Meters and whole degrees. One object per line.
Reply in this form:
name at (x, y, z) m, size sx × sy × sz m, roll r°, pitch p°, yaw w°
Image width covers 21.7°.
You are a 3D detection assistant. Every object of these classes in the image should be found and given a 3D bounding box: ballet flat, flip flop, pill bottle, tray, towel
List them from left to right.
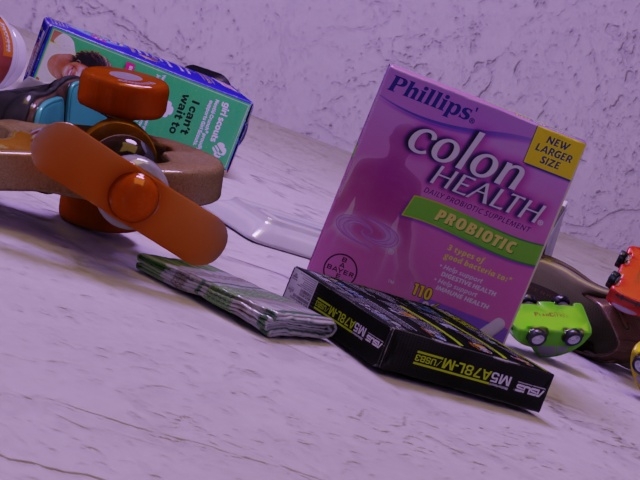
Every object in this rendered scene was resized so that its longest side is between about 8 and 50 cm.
pill bottle at (-0.456, -0.241, 2.092) m, size 0.121 × 0.121 × 0.216 m, roll 23°, pitch 7°, yaw 14°
ballet flat at (-0.323, -0.148, 1.923) m, size 0.096 × 0.095 × 0.280 m, roll 10°, pitch 5°, yaw 10°
towel at (-0.073, 0.049, 1.436) m, size 0.152 × 0.023 × 0.113 m, roll 23°, pitch 4°, yaw 30°
tray at (0.000, 0.000, 1.990) m, size 0.270 × 0.030 × 0.145 m, roll 17°, pitch 9°, yaw -33°
flip flop at (0.332, 0.099, 1.983) m, size 0.277 × 0.112 × 0.080 m, roll 24°, pitch 34°, yaw 7°

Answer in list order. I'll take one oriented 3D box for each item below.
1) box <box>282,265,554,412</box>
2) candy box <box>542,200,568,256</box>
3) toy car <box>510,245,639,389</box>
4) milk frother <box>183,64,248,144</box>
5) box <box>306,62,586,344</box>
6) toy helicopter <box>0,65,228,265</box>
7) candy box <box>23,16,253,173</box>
box at (0.085, 0.087, 1.509) m, size 0.184 × 0.045 × 0.191 m, roll 20°, pitch 6°, yaw -32°
candy box at (0.191, -0.010, 2.081) m, size 0.196 × 0.165 × 0.070 m, roll 23°, pitch 49°, yaw 13°
toy car at (0.306, 0.100, 1.865) m, size 0.225 × 0.053 × 0.239 m, roll 3°, pitch 43°, yaw -15°
milk frother at (-0.217, -0.206, 2.746) m, size 0.135 × 0.129 × 0.143 m, roll 25°, pitch 51°, yaw 34°
box at (0.124, -0.031, 1.712) m, size 0.214 × 0.243 × 0.117 m, roll 22°, pitch 6°, yaw -1°
toy helicopter at (-0.232, -0.056, 1.408) m, size 0.355 × 0.140 × 0.235 m, roll -2°, pitch 21°, yaw -41°
candy box at (-0.277, -0.221, 2.491) m, size 0.317 × 0.122 × 0.268 m, roll 19°, pitch 6°, yaw -12°
